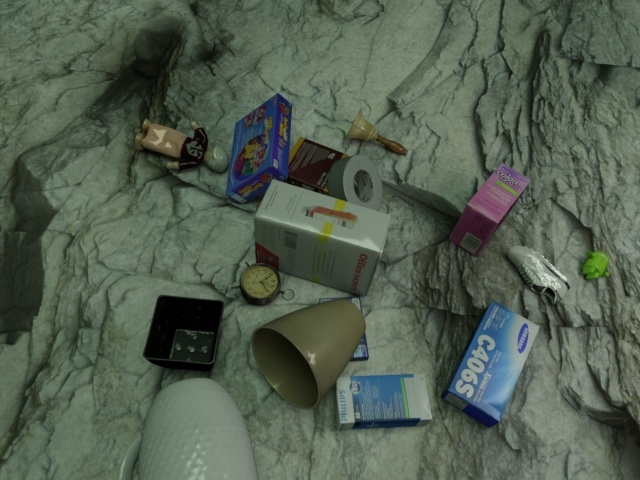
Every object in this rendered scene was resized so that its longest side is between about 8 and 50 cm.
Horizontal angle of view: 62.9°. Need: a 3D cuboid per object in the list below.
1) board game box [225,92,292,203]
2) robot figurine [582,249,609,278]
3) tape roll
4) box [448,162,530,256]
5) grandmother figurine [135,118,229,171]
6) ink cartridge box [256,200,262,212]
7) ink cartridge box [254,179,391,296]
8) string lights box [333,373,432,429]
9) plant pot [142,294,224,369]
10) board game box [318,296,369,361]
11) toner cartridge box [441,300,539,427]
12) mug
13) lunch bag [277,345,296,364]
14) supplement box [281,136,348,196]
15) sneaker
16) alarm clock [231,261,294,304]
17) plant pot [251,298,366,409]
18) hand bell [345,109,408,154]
[{"bbox_3d":[-0.216,-0.329,1.861,0.078,0.233,0.347,32,47,-39],"label":"board game box"},{"bbox_3d":[0.950,0.083,1.804,0.115,0.067,0.101,-43,98,-27],"label":"robot figurine"},{"bbox_3d":[0.123,-0.183,1.809,0.072,0.219,0.219,-7,45,42],"label":"tape roll"},{"bbox_3d":[0.579,-0.103,1.800,0.117,0.213,0.243,35,60,16],"label":"box"},{"bbox_3d":[-0.493,-0.344,1.923,0.342,0.104,0.207,22,85,5],"label":"grandmother figurine"},{"bbox_3d":[-0.153,-0.113,1.801,0.056,0.099,0.135,41,63,19],"label":"ink cartridge box"},{"bbox_3d":[0.000,0.000,1.640,0.385,0.279,0.160,17,56,5],"label":"ink cartridge box"},{"bbox_3d":[0.171,0.456,1.483,0.260,0.076,0.133,0,57,-6],"label":"string lights box"},{"bbox_3d":[-0.374,0.281,1.488,0.188,0.167,0.187,5,58,-1],"label":"plant pot"},{"bbox_3d":[0.069,0.273,1.615,0.136,0.035,0.201,-1,58,-6],"label":"board game box"},{"bbox_3d":[0.516,0.364,1.578,0.165,0.075,0.348,30,59,12],"label":"toner cartridge box"},{"bbox_3d":[-0.346,0.544,1.289,0.374,0.276,0.328,-27,53,13],"label":"mug"},{"bbox_3d":[-0.113,0.334,1.548,0.071,0.053,0.083,-40,78,-24],"label":"lunch bag"},{"bbox_3d":[-0.027,-0.234,1.873,0.194,0.129,0.191,22,58,9],"label":"supplement box"},{"bbox_3d":[0.722,0.111,1.758,0.235,0.090,0.095,40,72,20],"label":"sneaker"},{"bbox_3d":[-0.172,0.146,1.655,0.192,0.064,0.129,20,58,10],"label":"alarm clock"},{"bbox_3d":[-0.005,0.283,1.460,0.256,0.256,0.274,43,50,20],"label":"plant pot"},{"bbox_3d":[0.230,-0.394,2.037,0.242,0.126,0.126,27,58,-4],"label":"hand bell"}]
